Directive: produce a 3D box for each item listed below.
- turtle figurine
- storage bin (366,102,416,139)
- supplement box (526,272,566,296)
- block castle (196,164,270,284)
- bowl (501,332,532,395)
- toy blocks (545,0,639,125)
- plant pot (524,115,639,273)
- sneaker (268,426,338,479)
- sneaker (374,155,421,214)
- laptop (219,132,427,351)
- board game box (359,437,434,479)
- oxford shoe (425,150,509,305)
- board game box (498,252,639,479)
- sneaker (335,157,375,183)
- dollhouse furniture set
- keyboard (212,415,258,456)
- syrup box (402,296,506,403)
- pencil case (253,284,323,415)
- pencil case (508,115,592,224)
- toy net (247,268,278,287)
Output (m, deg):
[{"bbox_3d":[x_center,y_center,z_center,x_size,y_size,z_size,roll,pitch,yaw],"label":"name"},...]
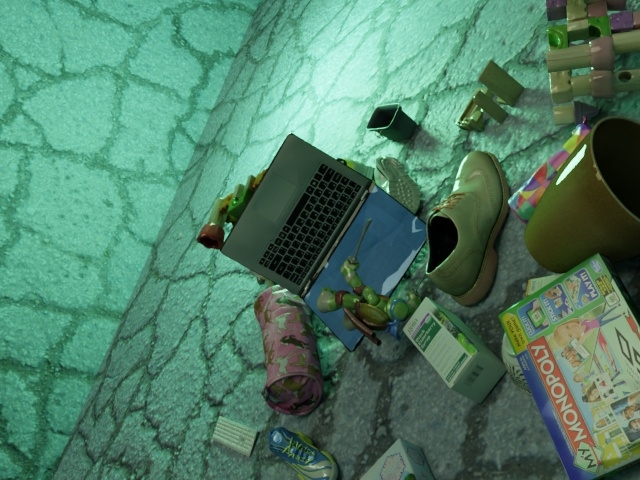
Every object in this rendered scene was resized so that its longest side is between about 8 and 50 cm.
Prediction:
[{"bbox_3d":[0.130,0.111,1.731,0.266,0.197,0.275,-20,73,54],"label":"turtle figurine"},{"bbox_3d":[0.212,-0.336,2.170,0.135,0.091,0.098,8,70,62],"label":"storage bin"},{"bbox_3d":[0.445,0.094,1.381,0.098,0.062,0.036,-17,47,52],"label":"supplement box"},{"bbox_3d":[-0.148,-0.035,2.242,0.453,0.303,0.213,-26,42,51],"label":"block castle"},{"bbox_3d":[0.390,0.192,1.359,0.170,0.080,0.170,-41,33,34],"label":"bowl"},{"bbox_3d":[0.600,-0.405,1.505,0.260,0.309,0.289,-5,66,20],"label":"toy blocks"},{"bbox_3d":[0.487,-0.051,1.311,0.254,0.237,0.237,-48,26,51],"label":"plant pot"},{"bbox_3d":[-0.057,0.512,1.744,0.091,0.126,0.240,-63,27,-6],"label":"sneaker"},{"bbox_3d":[0.205,-0.129,2.003,0.235,0.090,0.095,-107,24,-46],"label":"sneaker"},{"bbox_3d":[0.000,0.000,1.904,0.382,0.408,0.236,-58,11,12],"label":"laptop"},{"bbox_3d":[0.121,0.605,1.418,0.319,0.066,0.318,-51,28,16],"label":"board game box"},{"bbox_3d":[0.321,-0.059,1.648,0.140,0.146,0.397,-29,40,46],"label":"oxford shoe"},{"bbox_3d":[0.439,0.207,1.194,0.213,0.046,0.317,-39,50,29],"label":"board game box"},{"bbox_3d":[0.011,-0.178,2.292,0.384,0.147,0.145,-23,46,51],"label":"sneaker"},{"bbox_3d":[0.390,-0.364,1.859,0.144,0.123,0.151,-58,27,2],"label":"dollhouse furniture set"},{"bbox_3d":[-0.251,0.566,2.142,0.256,0.014,0.072,-4,59,58],"label":"keyboard"},{"bbox_3d":[0.270,0.220,1.516,0.093,0.096,0.237,-55,28,9],"label":"syrup box"},{"bbox_3d":[-0.092,0.286,2.000,0.167,0.160,0.386,-13,37,1],"label":"pencil case"},{"bbox_3d":[0.488,-0.129,1.494,0.236,0.104,0.104,-50,29,18],"label":"pencil case"},{"bbox_3d":[-0.139,0.115,2.189,0.045,0.232,0.122,-44,-15,-45],"label":"toy net"}]
